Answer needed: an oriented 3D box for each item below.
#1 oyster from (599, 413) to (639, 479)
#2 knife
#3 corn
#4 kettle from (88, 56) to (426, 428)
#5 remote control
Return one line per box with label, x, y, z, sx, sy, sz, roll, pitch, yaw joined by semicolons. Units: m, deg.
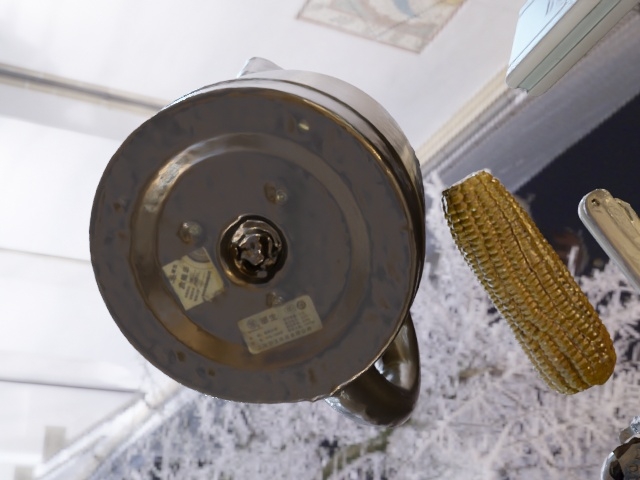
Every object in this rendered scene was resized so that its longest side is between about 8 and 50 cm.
oyster;0.284;0.202;0.770;0.221;0.096;0.361;-58;159;-18
knife;0.488;0.033;1.378;0.265;0.073;0.040;58;-10;16
corn;0.190;0.038;0.838;0.231;0.080;0.080;56;-28;-5
kettle;0.000;0.000;0.762;0.228;0.321;0.324;-30;-170;16
remote control;0.273;-0.252;0.905;0.277;0.056;0.103;130;-23;-66
